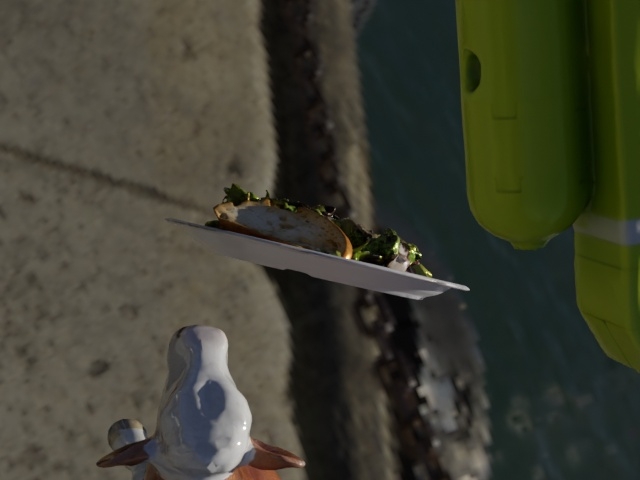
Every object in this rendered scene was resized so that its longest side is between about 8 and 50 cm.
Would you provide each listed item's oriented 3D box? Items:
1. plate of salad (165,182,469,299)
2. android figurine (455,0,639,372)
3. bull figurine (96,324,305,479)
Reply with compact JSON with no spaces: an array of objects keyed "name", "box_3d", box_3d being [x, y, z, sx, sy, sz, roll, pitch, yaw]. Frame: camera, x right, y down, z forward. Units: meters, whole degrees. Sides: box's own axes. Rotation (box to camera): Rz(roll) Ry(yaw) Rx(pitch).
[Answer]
[{"name":"plate of salad","box_3d":[0.000,0.000,1.129,0.200,0.200,0.048,13,89,-43]},{"name":"android figurine","box_3d":[0.168,-0.052,0.626,0.248,0.056,0.273,-9,102,-17]},{"name":"bull figurine","box_3d":[-0.041,0.181,0.973,0.188,0.101,0.310,-130,-163,-72]}]
